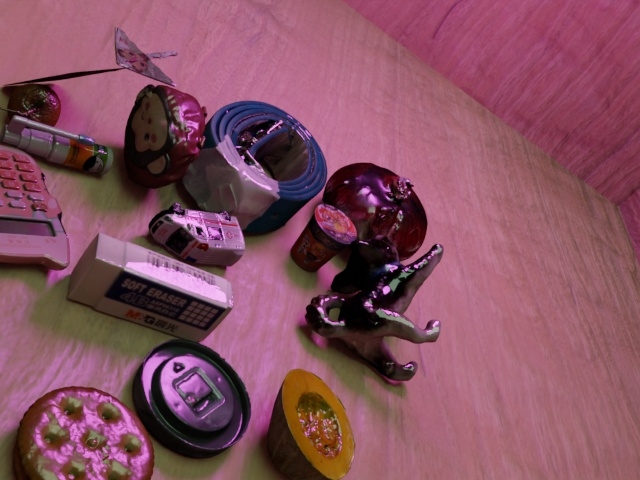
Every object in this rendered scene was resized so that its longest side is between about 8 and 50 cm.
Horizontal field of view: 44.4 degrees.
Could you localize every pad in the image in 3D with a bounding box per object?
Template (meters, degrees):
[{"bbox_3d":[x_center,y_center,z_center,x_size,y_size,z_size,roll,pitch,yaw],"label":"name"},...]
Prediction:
[{"bbox_3d":[-0.487,-0.337,1.714,0.323,0.250,0.055,8,83,-54],"label":"pad"}]

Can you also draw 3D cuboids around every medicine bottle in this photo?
[{"bbox_3d":[-0.526,-0.195,1.585,0.221,0.092,0.061,13,53,-38],"label":"medicine bottle"}]

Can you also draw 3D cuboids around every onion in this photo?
[{"bbox_3d":[0.151,-0.089,2.071,0.314,0.232,0.314,24,32,-16],"label":"onion"}]

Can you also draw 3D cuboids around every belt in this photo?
[{"bbox_3d":[-0.151,-0.182,1.907,0.300,0.173,0.436,48,32,2],"label":"belt"}]

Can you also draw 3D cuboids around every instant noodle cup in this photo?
[{"bbox_3d":[0.000,0.001,1.890,0.127,0.135,0.127,28,34,-21],"label":"instant noodle cup"}]

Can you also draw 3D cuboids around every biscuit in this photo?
[{"bbox_3d":[-0.357,0.324,1.192,0.220,0.066,0.220,29,32,-20],"label":"biscuit"}]

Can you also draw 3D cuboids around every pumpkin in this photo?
[{"bbox_3d":[-0.033,0.365,1.478,0.217,0.110,0.217,42,24,-23],"label":"pumpkin"}]

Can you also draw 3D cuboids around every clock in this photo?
[{"bbox_3d":[-0.228,0.281,1.401,0.226,0.049,0.226,29,33,-21],"label":"clock"}]

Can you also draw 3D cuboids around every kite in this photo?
[{"bbox_3d":[-0.460,-0.490,2.081,0.229,0.012,0.250,47,31,4],"label":"kite"}]

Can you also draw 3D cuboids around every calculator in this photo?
[{"bbox_3d":[-0.583,-0.070,1.426,0.220,0.048,0.329,5,46,-43],"label":"calculator"}]

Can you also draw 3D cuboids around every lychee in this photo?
[{"bbox_3d":[-0.584,-0.262,1.589,0.114,0.101,0.140,-14,37,-16],"label":"lychee"}]

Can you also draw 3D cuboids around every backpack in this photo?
[{"bbox_3d":[-0.345,-0.214,1.695,0.139,0.229,0.229,12,44,-43],"label":"backpack"}]

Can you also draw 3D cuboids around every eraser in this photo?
[{"bbox_3d":[-0.311,0.091,1.457,0.279,0.124,0.081,24,36,-29],"label":"eraser"}]

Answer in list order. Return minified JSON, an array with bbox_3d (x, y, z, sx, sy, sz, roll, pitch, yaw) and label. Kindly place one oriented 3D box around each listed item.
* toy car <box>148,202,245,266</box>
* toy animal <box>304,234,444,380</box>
[{"bbox_3d":[-0.261,-0.006,1.662,0.210,0.089,0.108,9,51,-47],"label":"toy car"},{"bbox_3d":[0.122,0.116,1.827,0.303,0.194,0.344,18,49,-11],"label":"toy animal"}]
